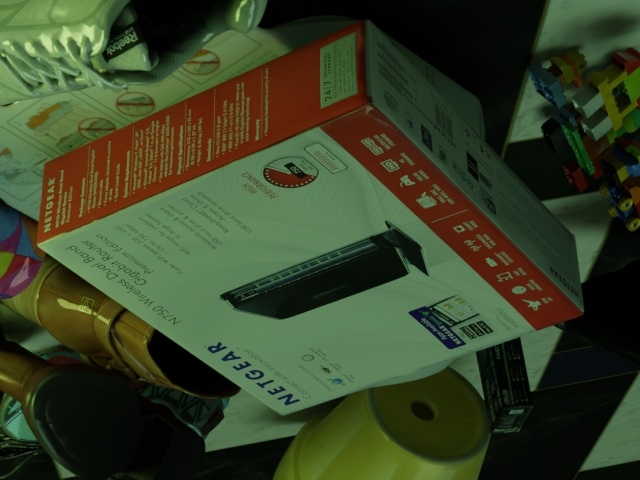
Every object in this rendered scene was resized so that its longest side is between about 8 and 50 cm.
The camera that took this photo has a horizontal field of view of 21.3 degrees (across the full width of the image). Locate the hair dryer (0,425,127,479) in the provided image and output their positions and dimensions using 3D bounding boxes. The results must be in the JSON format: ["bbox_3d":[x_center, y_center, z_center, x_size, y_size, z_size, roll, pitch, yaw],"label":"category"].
[{"bbox_3d":[-0.271,0.226,1.957,0.223,0.080,0.293,16,137,-27],"label":"hair dryer"}]

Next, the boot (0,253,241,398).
[{"bbox_3d":[-0.140,0.090,1.581,0.220,0.109,0.283,18,168,41],"label":"boot"}]

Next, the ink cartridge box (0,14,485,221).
[{"bbox_3d":[-0.105,-0.098,1.354,0.308,0.091,0.385,-28,136,34],"label":"ink cartridge box"}]

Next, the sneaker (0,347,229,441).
[{"bbox_3d":[-0.227,0.181,1.788,0.261,0.125,0.104,-9,125,16],"label":"sneaker"}]

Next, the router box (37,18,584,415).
[{"bbox_3d":[0.000,0.000,1.347,0.301,0.082,0.335,-22,141,27],"label":"router box"}]

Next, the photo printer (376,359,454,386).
[{"bbox_3d":[0.051,0.065,1.733,0.256,0.107,0.307,-1,155,-25],"label":"photo printer"}]

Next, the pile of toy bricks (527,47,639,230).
[{"bbox_3d":[0.261,-0.110,1.473,0.105,0.118,0.212,-40,140,-6],"label":"pile of toy bricks"}]

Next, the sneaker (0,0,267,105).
[{"bbox_3d":[-0.158,-0.143,1.110,0.292,0.118,0.110,-22,139,20],"label":"sneaker"}]

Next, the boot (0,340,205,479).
[{"bbox_3d":[-0.273,0.125,1.608,0.280,0.096,0.264,26,-178,30],"label":"boot"}]

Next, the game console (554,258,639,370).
[{"bbox_3d":[0.470,0.099,1.695,0.342,0.386,0.060,-21,123,-35],"label":"game console"}]

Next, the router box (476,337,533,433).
[{"bbox_3d":[0.216,0.157,2.013,0.038,0.122,0.092,-5,156,-6],"label":"router box"}]

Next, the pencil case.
[{"bbox_3d":[-0.328,-0.020,1.363,0.104,0.104,0.236,-26,152,29],"label":"pencil case"}]

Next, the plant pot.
[{"bbox_3d":[0.092,0.276,2.106,0.254,0.254,0.239,-1,138,-26],"label":"plant pot"}]
